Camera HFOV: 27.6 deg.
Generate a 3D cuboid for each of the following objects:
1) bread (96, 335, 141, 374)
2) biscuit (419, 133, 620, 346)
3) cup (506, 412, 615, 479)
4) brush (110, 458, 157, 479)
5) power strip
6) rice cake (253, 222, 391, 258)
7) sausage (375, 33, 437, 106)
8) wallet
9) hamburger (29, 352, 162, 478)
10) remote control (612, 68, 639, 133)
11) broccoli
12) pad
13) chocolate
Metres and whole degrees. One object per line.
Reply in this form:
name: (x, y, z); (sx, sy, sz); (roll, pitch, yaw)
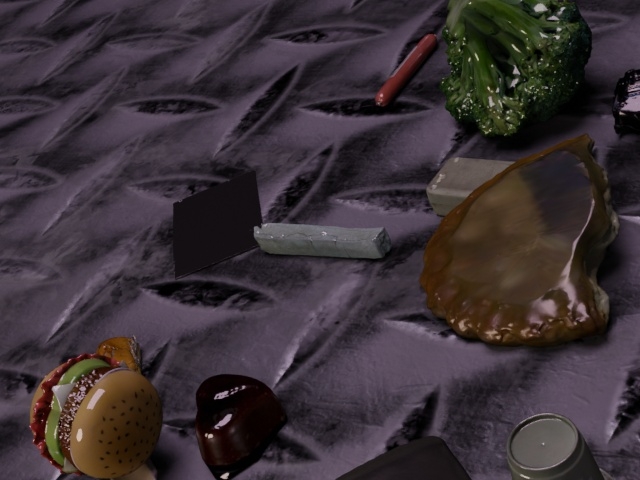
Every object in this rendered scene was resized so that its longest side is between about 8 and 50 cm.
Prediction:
bread: (-0.305, 0.185, 1.950); (0.072, 0.053, 0.106); (-20, 27, 2)
biscuit: (0.291, 0.008, 1.731); (0.329, 0.078, 0.335); (-42, 41, 1)
cup: (0.253, 0.254, 1.388); (0.120, 0.141, 0.120); (-16, 34, 11)
brush: (-0.219, 0.340, 1.685); (0.060, 0.050, 0.321); (-35, 26, -9)
power strip: (0.292, -0.071, 1.901); (0.288, 0.053, 0.093); (9, 45, 41)
rice cake: (0.000, 0.000, 2.008); (0.245, 0.045, 0.042); (3, 45, 36)
sausage: (0.156, -0.310, 2.353); (0.029, 0.029, 0.223); (5, 44, 39)
wallet: (0.115, 0.334, 1.460); (0.169, 0.052, 0.245); (-25, 39, -8)
hamburger: (-0.284, 0.237, 1.715); (0.137, 0.175, 0.175); (12, 48, 41)
remote control: (0.626, -0.247, 1.912); (0.399, 0.062, 0.144); (-11, 35, 22)
broccoli: (0.295, -0.295, 2.057); (0.265, 0.245, 0.294); (-60, 18, -15)
pad: (-0.176, -0.031, 2.211); (0.164, 0.004, 0.243); (-22, 32, 7)
chocolate: (-0.115, 0.233, 1.727); (0.125, 0.080, 0.148); (-18, 32, 13)
